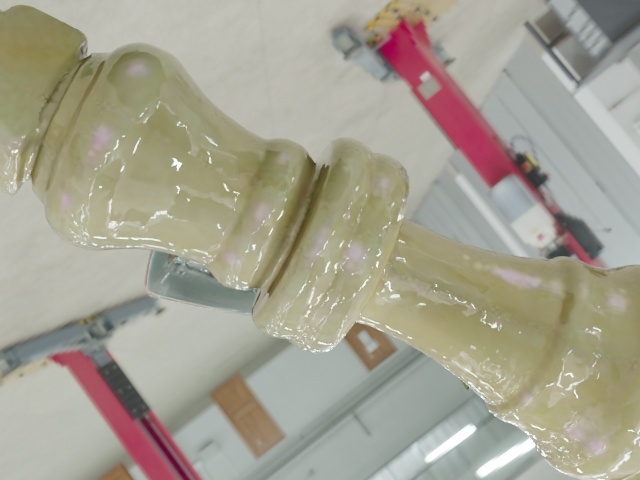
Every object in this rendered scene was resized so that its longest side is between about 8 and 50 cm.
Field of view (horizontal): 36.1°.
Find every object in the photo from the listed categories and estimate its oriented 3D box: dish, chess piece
[{"bbox_3d":[-0.110,0.024,1.316,0.064,0.234,0.154,-90,-162,-50],"label":"dish"},{"bbox_3d":[0.000,0.000,0.460,0.117,0.397,0.117,-156,-90,-82],"label":"chess piece"}]

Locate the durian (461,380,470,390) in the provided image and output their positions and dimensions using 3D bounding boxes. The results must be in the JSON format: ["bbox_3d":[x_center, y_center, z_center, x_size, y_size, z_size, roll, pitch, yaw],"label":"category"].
[{"bbox_3d":[0.217,0.099,1.382,0.119,0.108,0.187,-8,121,-68],"label":"durian"}]
